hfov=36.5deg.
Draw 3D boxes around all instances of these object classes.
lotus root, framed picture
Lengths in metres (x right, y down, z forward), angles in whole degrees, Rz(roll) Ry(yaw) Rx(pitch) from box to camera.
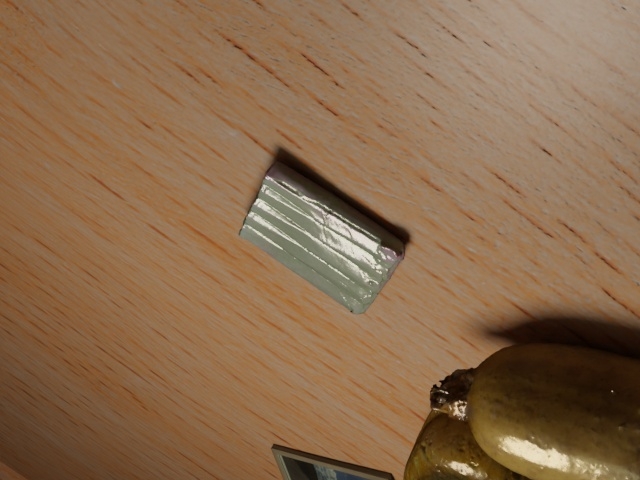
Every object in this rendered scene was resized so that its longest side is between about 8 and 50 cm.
[{"bbox_3d":[0.286,0.200,1.120,0.342,0.169,0.152,12,142,26],"label":"lotus root"},{"bbox_3d":[0.040,0.467,1.789,0.259,0.023,0.189,7,130,33],"label":"framed picture"}]

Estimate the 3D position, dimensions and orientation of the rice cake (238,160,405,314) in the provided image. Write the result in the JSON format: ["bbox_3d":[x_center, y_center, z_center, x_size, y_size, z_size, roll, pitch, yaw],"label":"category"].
[{"bbox_3d":[0.000,0.000,1.205,0.198,0.037,0.189,31,147,0],"label":"rice cake"}]

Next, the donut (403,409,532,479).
[{"bbox_3d":[0.228,0.329,1.375,0.208,0.128,0.261,21,145,12],"label":"donut"}]
